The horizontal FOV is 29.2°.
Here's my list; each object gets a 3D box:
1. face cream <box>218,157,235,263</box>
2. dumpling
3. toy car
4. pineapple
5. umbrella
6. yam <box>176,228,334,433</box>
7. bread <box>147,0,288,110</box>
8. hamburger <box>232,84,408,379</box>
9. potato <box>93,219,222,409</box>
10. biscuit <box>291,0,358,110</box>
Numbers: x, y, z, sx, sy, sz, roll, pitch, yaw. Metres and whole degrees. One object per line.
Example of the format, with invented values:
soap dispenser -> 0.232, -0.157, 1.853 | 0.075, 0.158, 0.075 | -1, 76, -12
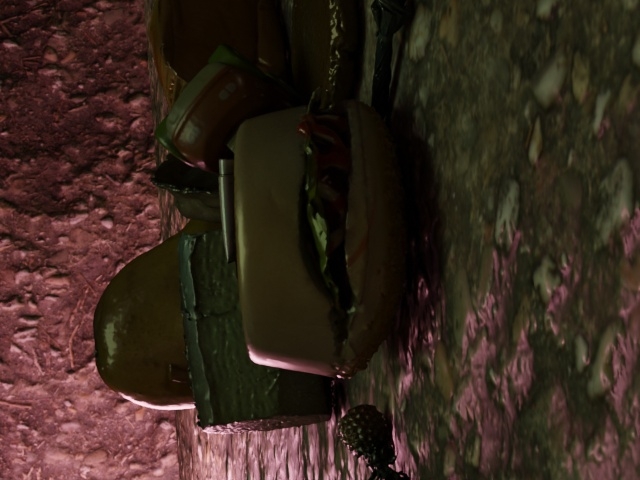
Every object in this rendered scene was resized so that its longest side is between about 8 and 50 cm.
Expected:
face cream -> -0.098, -0.032, 1.332 | 0.038, 0.020, 0.115 | -25, -68, -78
dumpling -> -0.154, -0.069, 1.751 | 0.332, 0.166, 0.086 | 17, 124, 57
toy car -> -0.064, -0.111, 1.521 | 0.145, 0.235, 0.235 | -51, 24, 9
pineapple -> 0.065, 0.229, 1.308 | 0.124, 0.058, 0.058 | 51, 143, 46
umbrella -> 0.071, -0.195, 1.248 | 0.044, 0.044, 0.269 | 44, 151, 34
yam -> -0.072, 0.110, 1.565 | 0.201, 0.202, 0.271 | 1, -95, -82
bread -> -0.155, -0.259, 1.802 | 0.156, 0.204, 0.288 | 113, 147, -49
hamburger -> 0.000, 0.000, 1.259 | 0.302, 0.170, 0.302 | 178, 90, -90
potato -> -0.207, 0.066, 1.896 | 0.290, 0.296, 0.397 | -142, 50, -70
biscuit -> 0.005, -0.241, 1.478 | 0.226, 0.042, 0.226 | 177, 90, -75
